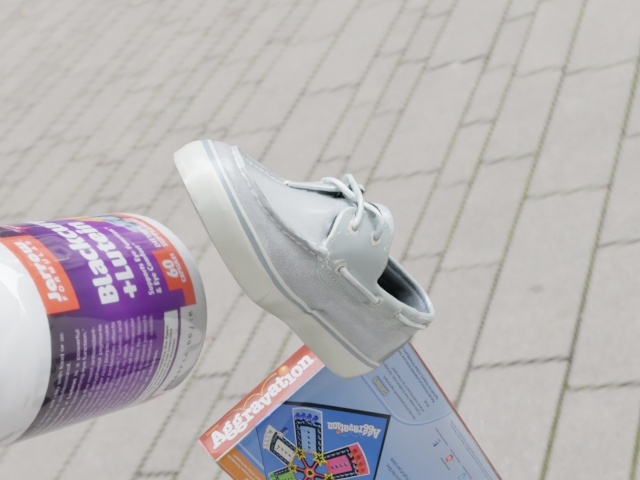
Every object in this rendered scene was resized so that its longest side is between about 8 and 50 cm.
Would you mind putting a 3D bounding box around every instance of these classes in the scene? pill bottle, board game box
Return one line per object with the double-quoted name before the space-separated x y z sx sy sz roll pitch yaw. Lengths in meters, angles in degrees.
"pill bottle" -0.152 0.045 0.639 0.108 0.108 0.193 -5 2 30
"board game box" 0.034 0.158 0.907 0.145 0.281 0.027 -42 50 -7

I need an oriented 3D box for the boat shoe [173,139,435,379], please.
"boat shoe" 0.001 0.001 0.694 0.081 0.227 0.079 -32 55 7
